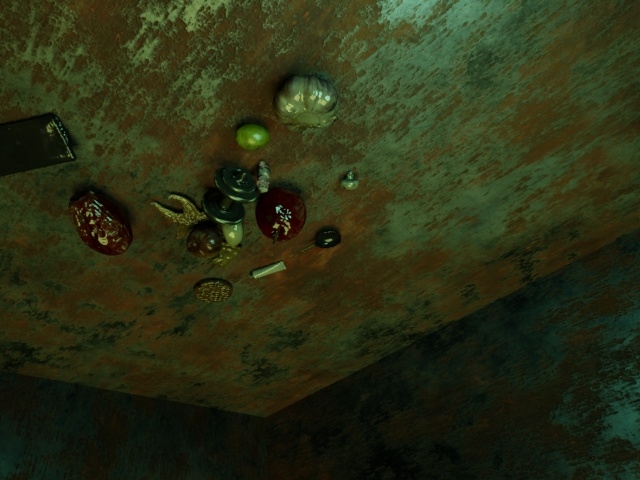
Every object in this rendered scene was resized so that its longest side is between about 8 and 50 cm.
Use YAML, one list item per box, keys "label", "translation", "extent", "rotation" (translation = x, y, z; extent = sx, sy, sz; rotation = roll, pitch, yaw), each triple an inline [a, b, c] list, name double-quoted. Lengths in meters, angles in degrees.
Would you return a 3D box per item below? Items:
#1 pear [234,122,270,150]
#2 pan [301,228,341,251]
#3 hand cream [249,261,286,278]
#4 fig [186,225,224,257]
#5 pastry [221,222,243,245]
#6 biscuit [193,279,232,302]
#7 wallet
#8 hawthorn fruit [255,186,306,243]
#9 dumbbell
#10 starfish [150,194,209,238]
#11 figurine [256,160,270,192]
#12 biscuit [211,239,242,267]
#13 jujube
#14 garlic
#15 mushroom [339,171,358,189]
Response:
- label: "pear"
  translation: [-0.254, -0.383, 1.531]
  extent: [0.132, 0.107, 0.107]
  rotation: [-1, 140, -27]
- label: "pan"
  translation: [-0.001, -0.011, 2.057]
  extent: [0.202, 0.048, 0.128]
  rotation: [-6, 138, -7]
- label: "hand cream"
  translation: [-0.284, 0.160, 2.209]
  extent: [0.195, 0.042, 0.067]
  rotation: [-19, 131, 2]
- label: "fig"
  translation: [-0.495, 0.015, 1.864]
  extent: [0.161, 0.143, 0.231]
  rotation: [-7, 165, 16]
- label: "pastry"
  translation: [-0.392, -0.051, 1.850]
  extent: [0.092, 0.156, 0.156]
  rotation: [-7, 140, -6]
- label: "biscuit"
  translation: [-0.592, 0.279, 2.280]
  extent: [0.213, 0.036, 0.212]
  rotation: [-7, 140, -6]
- label: "wallet"
  translation: [-1.048, -0.331, 1.451]
  extent: [0.322, 0.044, 0.170]
  rotation: [-11, 120, 2]
- label: "hawthorn fruit"
  translation: [-0.178, -0.085, 1.781]
  extent: [0.211, 0.265, 0.230]
  rotation: [-14, 140, 33]
- label: "dumbbell"
  translation: [-0.368, -0.179, 1.677]
  extent: [0.192, 0.191, 0.290]
  rotation: [17, 132, -29]
- label: "starfish"
  translation: [-0.590, -0.085, 1.843]
  extent: [0.300, 0.060, 0.302]
  rotation: [0, 139, -15]
- label: "figurine"
  translation: [-0.237, -0.255, 1.668]
  extent: [0.054, 0.129, 0.072]
  rotation: [-11, 146, 21]
- label: "biscuit"
  translation: [-0.500, 0.059, 2.043]
  extent: [0.174, 0.038, 0.183]
  rotation: [19, 131, -32]
- label: "jujube"
  translation: [-0.904, -0.066, 1.700]
  extent: [0.198, 0.197, 0.290]
  rotation: [-18, 124, 8]
- label: "garlic"
  translation: [-0.050, -0.482, 1.427]
  extent: [0.245, 0.160, 0.245]
  rotation: [-5, 161, -2]
- label: "mushroom"
  translation: [0.124, -0.259, 1.788]
  extent: [0.085, 0.085, 0.079]
  rotation: [-2, 104, -10]
